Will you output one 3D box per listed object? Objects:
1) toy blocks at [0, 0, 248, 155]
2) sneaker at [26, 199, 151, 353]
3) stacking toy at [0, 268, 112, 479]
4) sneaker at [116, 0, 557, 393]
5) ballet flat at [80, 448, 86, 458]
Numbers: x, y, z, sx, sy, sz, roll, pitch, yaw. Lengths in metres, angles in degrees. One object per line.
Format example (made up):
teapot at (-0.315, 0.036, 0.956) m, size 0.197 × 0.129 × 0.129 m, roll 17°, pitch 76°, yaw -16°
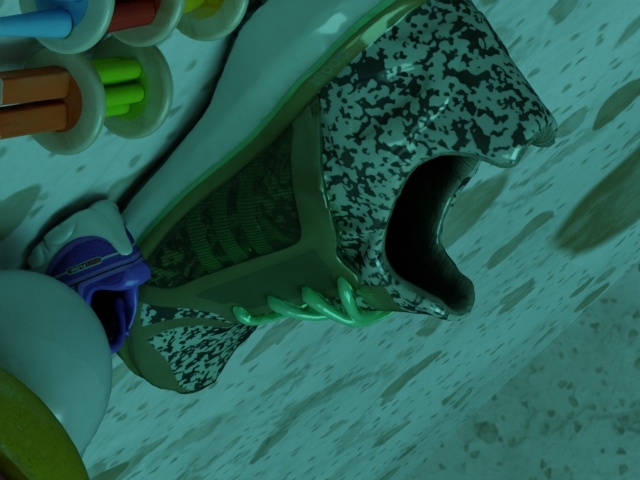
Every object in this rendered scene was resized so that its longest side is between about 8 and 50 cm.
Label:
toy blocks at (-0.113, -0.086, 0.854) m, size 0.123 × 0.054 × 0.148 m, roll -49°, pitch 161°, yaw 30°
sneaker at (-0.149, 0.051, 1.118) m, size 0.068 × 0.071 × 0.170 m, roll -26°, pitch 160°, yaw -39°
stacking toy at (-0.215, 0.165, 0.887) m, size 0.350 × 0.350 × 0.480 m, roll -49°, pitch -174°, yaw 30°
sneaker at (0.000, 0.000, 1.106) m, size 0.158 × 0.182 × 0.410 m, roll -26°, pitch 160°, yaw -39°
ballet flat at (-0.282, 0.241, 1.217) m, size 0.400 × 0.139 × 0.139 m, roll -35°, pitch 164°, yaw -14°
